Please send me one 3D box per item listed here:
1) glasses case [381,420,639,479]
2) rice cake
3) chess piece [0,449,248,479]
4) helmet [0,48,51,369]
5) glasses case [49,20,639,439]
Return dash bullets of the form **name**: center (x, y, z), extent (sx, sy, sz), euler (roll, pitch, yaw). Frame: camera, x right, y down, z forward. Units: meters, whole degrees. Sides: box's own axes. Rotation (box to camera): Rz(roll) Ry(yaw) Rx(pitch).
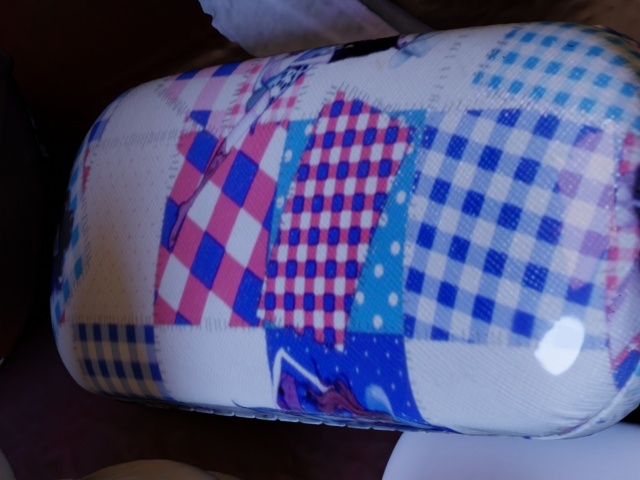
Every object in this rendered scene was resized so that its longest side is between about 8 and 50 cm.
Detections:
- **glasses case**: center (0.081, 0.092, 0.608), extent (0.193, 0.049, 0.074), euler (1, 75, 55)
- **rice cake**: center (0.031, -0.060, 0.738), extent (0.270, 0.049, 0.055), euler (38, 116, 40)
- **chess piece**: center (-0.144, 0.105, 0.619), extent (0.139, 0.307, 0.124), euler (-18, 62, 29)
- **helmet**: center (-0.208, -0.005, 0.786), extent (0.216, 0.193, 0.189), euler (-38, 27, -12)
- **glasses case**: center (0.000, 0.000, 0.671), extent (0.327, 0.076, 0.125), euler (-2, 81, 54)
